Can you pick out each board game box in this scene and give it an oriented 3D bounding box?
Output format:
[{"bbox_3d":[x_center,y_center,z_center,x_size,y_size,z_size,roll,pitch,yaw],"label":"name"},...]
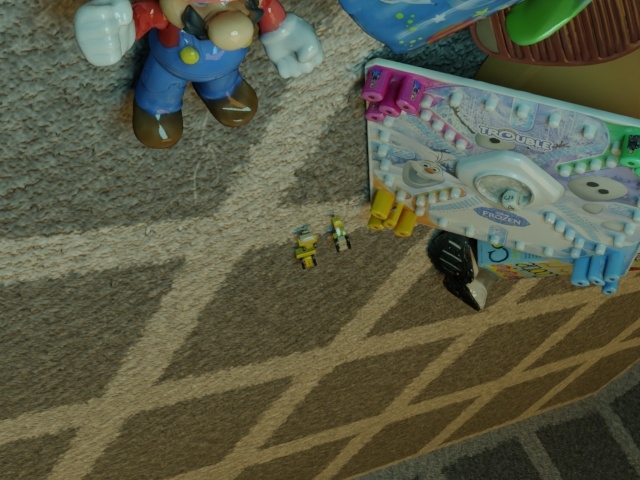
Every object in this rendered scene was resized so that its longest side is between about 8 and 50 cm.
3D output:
[{"bbox_3d":[0.244,-0.067,1.295,0.390,0.390,0.050,81,27,-64],"label":"board game box"},{"bbox_3d":[0.412,-0.022,1.631,0.275,0.144,0.142,-5,165,24],"label":"board game box"}]

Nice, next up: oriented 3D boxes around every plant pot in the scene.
[{"bbox_3d":[0.378,-0.183,1.352,0.291,0.203,0.291,-24,154,-12],"label":"plant pot"}]

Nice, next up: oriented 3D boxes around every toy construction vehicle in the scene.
[{"bbox_3d":[0.000,0.000,1.505,0.086,0.035,0.098,-18,153,1],"label":"toy construction vehicle"}]

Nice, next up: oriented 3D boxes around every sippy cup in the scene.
[{"bbox_3d":[0.116,-0.290,0.862,0.224,0.305,0.240,-30,-167,27],"label":"sippy cup"}]

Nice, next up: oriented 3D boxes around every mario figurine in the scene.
[{"bbox_3d":[-0.102,-0.174,0.874,0.198,0.170,0.320,-58,175,-24],"label":"mario figurine"}]

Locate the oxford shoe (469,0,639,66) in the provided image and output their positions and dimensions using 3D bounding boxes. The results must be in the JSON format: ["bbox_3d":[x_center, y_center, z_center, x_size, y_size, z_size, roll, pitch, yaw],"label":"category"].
[{"bbox_3d":[0.337,-0.290,1.090,0.349,0.130,0.123,-10,139,13],"label":"oxford shoe"}]

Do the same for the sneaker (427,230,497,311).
[{"bbox_3d":[0.274,0.033,1.808,0.108,0.100,0.271,-52,154,-9],"label":"sneaker"}]
